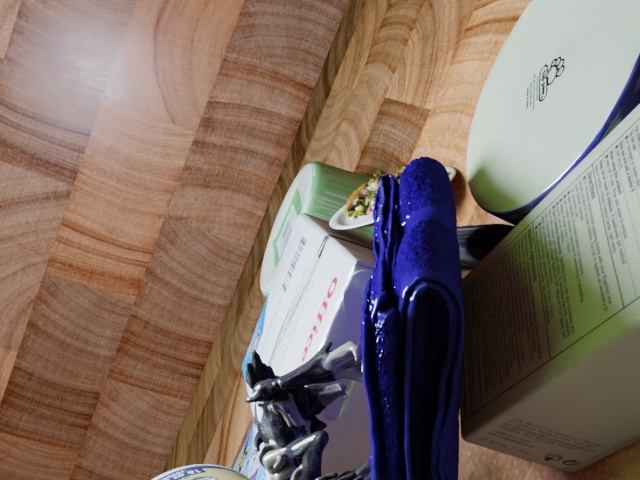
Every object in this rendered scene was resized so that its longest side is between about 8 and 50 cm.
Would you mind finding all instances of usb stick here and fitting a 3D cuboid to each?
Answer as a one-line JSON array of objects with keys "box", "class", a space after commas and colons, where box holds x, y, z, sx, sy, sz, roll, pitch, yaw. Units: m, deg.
[{"box": [0.160, 0.008, 0.817, 0.278, 0.077, 0.045, 177, 101, -76], "class": "usb stick"}]

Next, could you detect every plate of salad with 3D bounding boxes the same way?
[{"box": [0.100, -0.072, 1.008, 0.200, 0.048, 0.200, -23, 14, 6], "class": "plate of salad"}]

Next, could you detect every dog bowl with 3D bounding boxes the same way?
[{"box": [0.244, -0.128, 0.623, 0.265, 0.104, 0.265, -161, 90, -76], "class": "dog bowl"}]

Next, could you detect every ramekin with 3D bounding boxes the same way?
[{"box": [0.000, 0.000, 1.301, 0.303, 0.148, 0.303, -160, 90, -76], "class": "ramekin"}]

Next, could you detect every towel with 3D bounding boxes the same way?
[{"box": [0.077, 0.072, 0.590, 0.308, 0.076, 0.228, -68, -22, -67], "class": "towel"}]

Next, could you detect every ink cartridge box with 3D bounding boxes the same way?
[{"box": [0.023, 0.143, 0.970, 0.395, 0.166, 0.285, -135, 65, -75], "class": "ink cartridge box"}]

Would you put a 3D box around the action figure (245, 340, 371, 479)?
[{"box": [0.004, 0.187, 0.635, 0.276, 0.141, 0.164, -110, 0, -73], "class": "action figure"}]

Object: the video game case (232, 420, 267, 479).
[{"box": [-0.105, 0.430, 1.294, 0.244, 0.061, 0.269, -108, 40, -70], "class": "video game case"}]

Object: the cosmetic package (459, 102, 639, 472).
[{"box": [0.221, 0.026, 0.480, 0.309, 0.113, 0.160, 126, 159, -47], "class": "cosmetic package"}]

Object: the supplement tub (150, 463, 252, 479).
[{"box": [-0.088, 0.374, 0.711, 0.316, 0.228, 0.228, -7, 63, 60], "class": "supplement tub"}]
